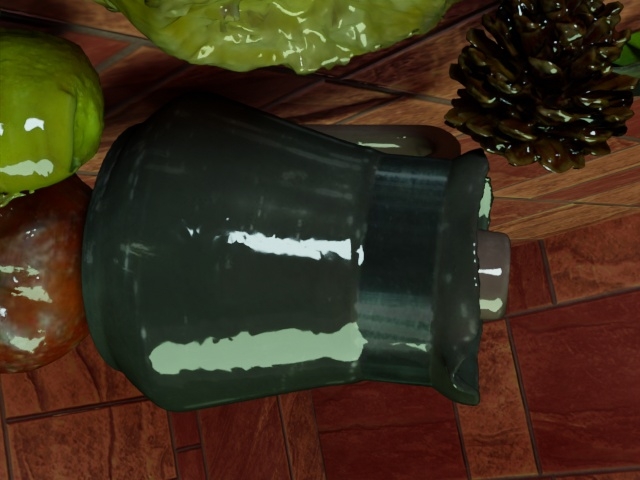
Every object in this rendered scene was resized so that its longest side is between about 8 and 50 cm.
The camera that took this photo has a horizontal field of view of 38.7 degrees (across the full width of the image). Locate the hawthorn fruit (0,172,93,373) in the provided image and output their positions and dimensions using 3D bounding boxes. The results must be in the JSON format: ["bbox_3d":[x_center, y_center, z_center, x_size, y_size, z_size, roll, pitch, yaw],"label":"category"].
[{"bbox_3d":[-0.312,0.000,0.892,0.241,0.242,0.272,-11,-168,5],"label":"hawthorn fruit"}]

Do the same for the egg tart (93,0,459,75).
[{"bbox_3d":[-0.024,-0.165,0.488,0.290,0.116,0.290,-9,170,-2],"label":"egg tart"}]

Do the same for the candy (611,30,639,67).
[{"bbox_3d":[0.417,-0.197,0.922,0.149,0.069,0.246,5,-175,-41],"label":"candy"}]

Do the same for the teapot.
[{"bbox_3d":[0.000,0.000,0.884,0.361,0.376,0.306,6,129,10],"label":"teapot"}]

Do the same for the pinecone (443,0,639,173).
[{"bbox_3d":[0.190,-0.141,0.766,0.173,0.174,0.173,-10,171,-2],"label":"pinecone"}]

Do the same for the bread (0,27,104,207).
[{"bbox_3d":[-0.340,-0.078,0.606,0.383,0.112,0.166,-9,-155,-8],"label":"bread"}]

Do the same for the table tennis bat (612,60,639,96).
[{"bbox_3d":[0.305,-0.169,0.953,0.138,0.022,0.246,4,180,-15],"label":"table tennis bat"}]
